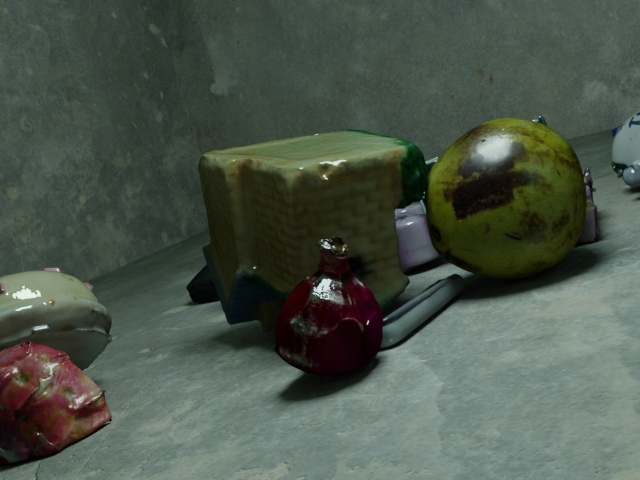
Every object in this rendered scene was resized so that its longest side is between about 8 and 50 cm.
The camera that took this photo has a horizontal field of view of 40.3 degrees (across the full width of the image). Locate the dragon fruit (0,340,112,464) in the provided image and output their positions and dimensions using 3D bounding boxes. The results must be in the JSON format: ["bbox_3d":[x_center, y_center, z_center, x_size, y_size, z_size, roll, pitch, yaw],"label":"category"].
[{"bbox_3d":[-0.473,0.244,1.314,0.274,0.161,0.126,-12,6,17],"label":"dragon fruit"}]

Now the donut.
[{"bbox_3d":[-0.557,0.179,1.519,0.383,0.142,0.382,-25,-20,-10],"label":"donut"}]

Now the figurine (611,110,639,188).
[{"bbox_3d":[0.753,-0.199,1.815,0.261,0.186,0.382,-13,2,-14],"label":"figurine"}]

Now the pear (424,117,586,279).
[{"bbox_3d":[0.305,-0.069,1.467,0.284,0.283,0.283,-16,8,2],"label":"pear"}]

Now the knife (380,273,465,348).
[{"bbox_3d":[0.151,0.110,1.397,0.073,0.040,0.266,-25,1,39],"label":"knife"}]

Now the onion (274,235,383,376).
[{"bbox_3d":[0.026,0.099,1.224,0.135,0.198,0.173,21,21,24],"label":"onion"}]

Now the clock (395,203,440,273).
[{"bbox_3d":[0.093,0.022,1.881,0.322,0.113,0.295,-17,8,3],"label":"clock"}]

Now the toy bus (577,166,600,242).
[{"bbox_3d":[0.490,-0.070,1.685,0.090,0.112,0.274,-13,8,19],"label":"toy bus"}]

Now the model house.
[{"bbox_3d":[0.000,0.000,1.544,0.335,0.342,0.382,-11,14,-22],"label":"model house"}]

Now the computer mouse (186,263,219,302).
[{"bbox_3d":[-0.217,0.073,2.231,0.170,0.100,0.269,-15,7,28],"label":"computer mouse"}]

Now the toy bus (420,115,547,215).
[{"bbox_3d":[0.336,-0.136,1.731,0.276,0.133,0.165,-20,-3,21],"label":"toy bus"}]
